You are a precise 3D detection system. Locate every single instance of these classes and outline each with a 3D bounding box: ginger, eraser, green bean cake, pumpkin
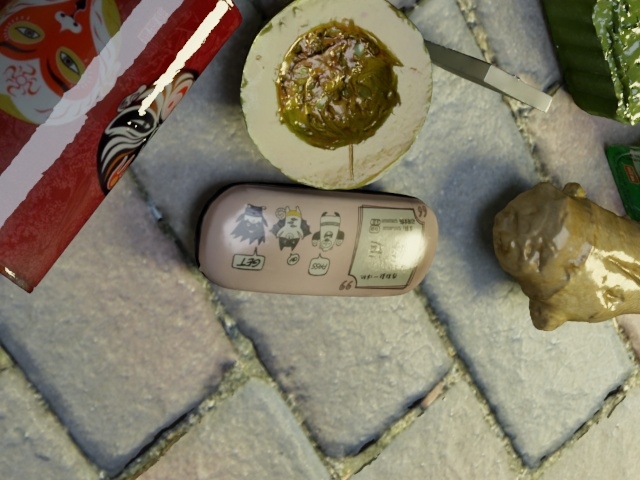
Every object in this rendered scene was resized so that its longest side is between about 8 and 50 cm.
[{"bbox_3d":[0.357,0.028,2.055,0.354,0.126,0.189,7,97,-32],"label":"ginger"},{"bbox_3d":[0.181,-0.189,1.847,0.104,0.150,0.023,21,96,-36],"label":"eraser"},{"bbox_3d":[0.387,-0.267,1.979,0.200,0.113,0.214,-34,121,-18],"label":"green bean cake"},{"bbox_3d":[0.004,-0.174,1.774,0.217,0.110,0.217,-7,111,-18],"label":"pumpkin"}]

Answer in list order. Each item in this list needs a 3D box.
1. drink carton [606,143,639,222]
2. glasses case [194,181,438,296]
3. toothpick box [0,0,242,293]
[{"bbox_3d":[0.476,-0.095,2.087,0.142,0.144,0.146,-39,124,-23],"label":"drink carton"},{"bbox_3d":[0.000,0.000,1.840,0.314,0.075,0.122,4,107,-34],"label":"glasses case"},{"bbox_3d":[-0.252,-0.140,1.547,0.333,0.204,0.204,-52,126,-7],"label":"toothpick box"}]
